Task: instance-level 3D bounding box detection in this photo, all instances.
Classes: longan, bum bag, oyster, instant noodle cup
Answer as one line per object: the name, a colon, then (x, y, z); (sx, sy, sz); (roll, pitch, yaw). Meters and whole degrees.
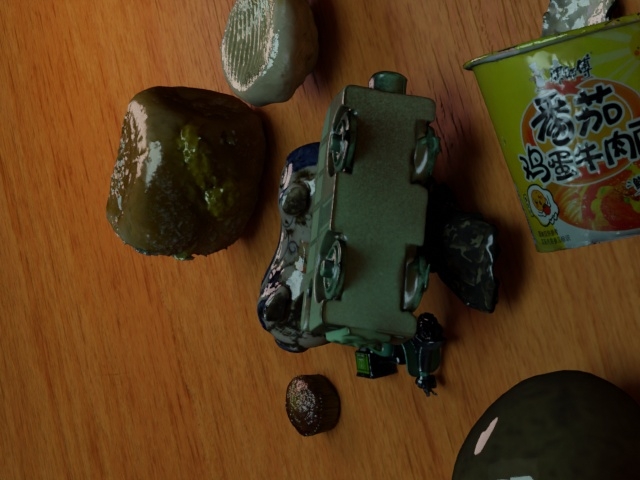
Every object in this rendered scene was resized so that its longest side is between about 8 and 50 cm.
longan: (0.251, 0.266, 1.698); (0.246, 0.215, 0.246); (19, 126, 28)
bum bag: (0.146, -0.006, 1.939); (0.248, 0.069, 0.102); (39, 140, 51)
oyster: (0.277, -0.207, 1.745); (0.121, 0.045, 0.146); (-54, 43, 48)
instant noodle cup: (0.285, -0.106, 1.577); (0.264, 0.264, 0.200); (-13, 91, 56)

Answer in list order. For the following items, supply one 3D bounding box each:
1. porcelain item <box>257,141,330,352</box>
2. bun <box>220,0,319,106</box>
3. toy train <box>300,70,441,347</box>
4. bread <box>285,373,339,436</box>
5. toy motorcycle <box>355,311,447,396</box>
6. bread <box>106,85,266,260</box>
porcelain item: (0.000, 0.000, 2.111); (0.186, 0.138, 0.288); (-95, 17, -71)
bun: (-0.054, -0.263, 2.178); (0.183, 0.102, 0.183); (-24, 62, 56)
toy train: (0.058, -0.031, 1.912); (0.159, 0.129, 0.326); (142, 134, -72)
bread: (-0.017, 0.222, 2.219); (0.085, 0.053, 0.085); (9, 101, 55)
toy motorcycle: (0.102, 0.132, 2.034); (0.173, 0.058, 0.100); (5, 105, 58)
bread: (-0.183, -0.077, 2.310); (0.176, 0.196, 0.246); (55, 137, 47)
